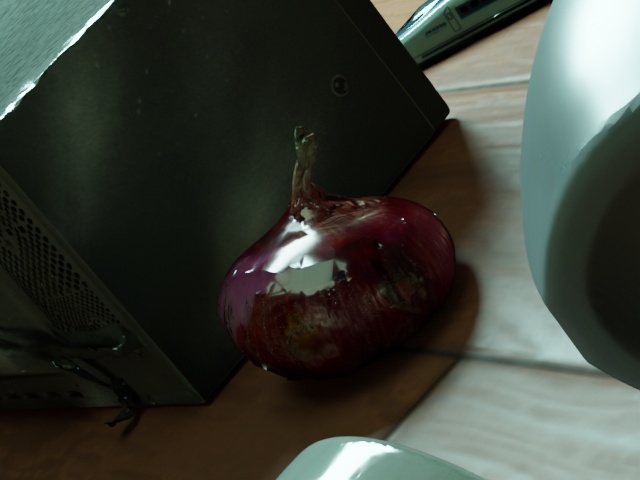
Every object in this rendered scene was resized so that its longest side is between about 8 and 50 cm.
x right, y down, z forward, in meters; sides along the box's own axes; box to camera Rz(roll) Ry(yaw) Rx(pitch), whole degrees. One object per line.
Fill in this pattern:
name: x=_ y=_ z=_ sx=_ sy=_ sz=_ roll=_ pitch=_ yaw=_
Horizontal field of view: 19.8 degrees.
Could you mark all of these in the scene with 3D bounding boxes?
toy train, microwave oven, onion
toy train: x=0.121 y=-0.190 z=1.444 sx=0.252 sy=0.048 sz=0.055 roll=-27 pitch=20 yaw=32
microwave oven: x=-0.181 y=-0.052 z=1.396 sx=0.432 sy=0.236 sz=0.374 roll=-10 pitch=35 yaw=55
onion: x=0.000 y=0.000 z=1.094 sx=0.150 sy=0.140 sz=0.150 roll=-18 pitch=24 yaw=8

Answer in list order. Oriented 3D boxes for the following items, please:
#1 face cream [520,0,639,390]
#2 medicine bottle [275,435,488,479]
face cream: x=0.236 y=-0.098 z=0.762 sx=0.312 sy=0.219 sz=0.357 roll=-22 pitch=24 yaw=40
medicine bottle: x=-0.040 y=0.227 z=0.681 sx=0.324 sy=0.124 sz=0.179 roll=-48 pitch=31 yaw=-21
